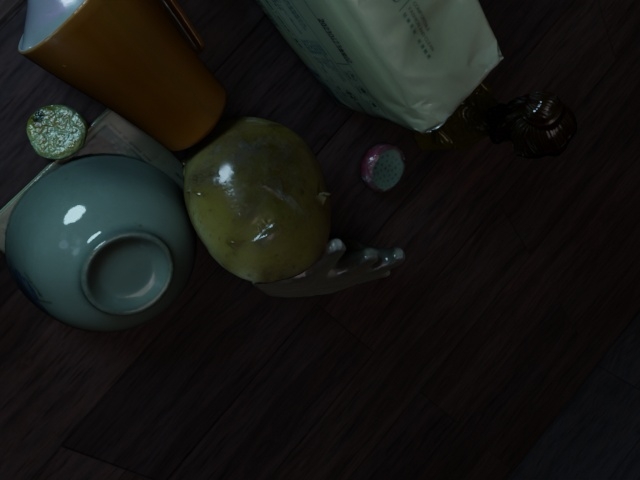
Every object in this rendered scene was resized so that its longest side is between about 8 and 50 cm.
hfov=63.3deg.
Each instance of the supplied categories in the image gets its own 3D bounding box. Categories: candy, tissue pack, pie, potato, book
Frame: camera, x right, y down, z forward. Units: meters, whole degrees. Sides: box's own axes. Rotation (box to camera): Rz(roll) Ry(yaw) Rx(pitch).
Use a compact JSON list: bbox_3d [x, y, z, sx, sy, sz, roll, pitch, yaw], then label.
[{"bbox_3d":[0.130,-0.152,1.078,0.103,0.043,0.103,-13,115,-29],"label":"candy"},{"bbox_3d":[0.055,-0.370,0.781,0.207,0.297,0.380,-48,128,-3],"label":"tissue pack"},{"bbox_3d":[-0.381,-0.159,0.755,0.085,0.017,0.085,0,92,-13],"label":"pie"},{"bbox_3d":[-0.090,-0.090,0.814,0.238,0.299,0.116,-13,161,-21],"label":"potato"},{"bbox_3d":[-0.349,-0.053,0.834,0.283,0.025,0.215,-49,128,-7],"label":"book"}]

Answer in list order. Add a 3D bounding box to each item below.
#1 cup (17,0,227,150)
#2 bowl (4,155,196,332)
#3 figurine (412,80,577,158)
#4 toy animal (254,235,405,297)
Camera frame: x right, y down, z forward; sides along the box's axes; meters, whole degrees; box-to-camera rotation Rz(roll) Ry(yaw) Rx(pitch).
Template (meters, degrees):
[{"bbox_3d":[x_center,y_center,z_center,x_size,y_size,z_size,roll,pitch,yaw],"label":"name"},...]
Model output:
[{"bbox_3d":[-0.256,-0.271,0.728,0.264,0.182,0.226,43,54,-44],"label":"cup"},{"bbox_3d":[-0.309,0.027,0.788,0.289,0.146,0.290,-15,118,-29],"label":"bowl"},{"bbox_3d":[0.346,-0.230,1.008,0.187,0.315,0.168,-31,123,-17],"label":"figurine"},{"bbox_3d":[0.000,0.000,0.998,0.307,0.188,0.266,-18,151,-12],"label":"toy animal"}]
